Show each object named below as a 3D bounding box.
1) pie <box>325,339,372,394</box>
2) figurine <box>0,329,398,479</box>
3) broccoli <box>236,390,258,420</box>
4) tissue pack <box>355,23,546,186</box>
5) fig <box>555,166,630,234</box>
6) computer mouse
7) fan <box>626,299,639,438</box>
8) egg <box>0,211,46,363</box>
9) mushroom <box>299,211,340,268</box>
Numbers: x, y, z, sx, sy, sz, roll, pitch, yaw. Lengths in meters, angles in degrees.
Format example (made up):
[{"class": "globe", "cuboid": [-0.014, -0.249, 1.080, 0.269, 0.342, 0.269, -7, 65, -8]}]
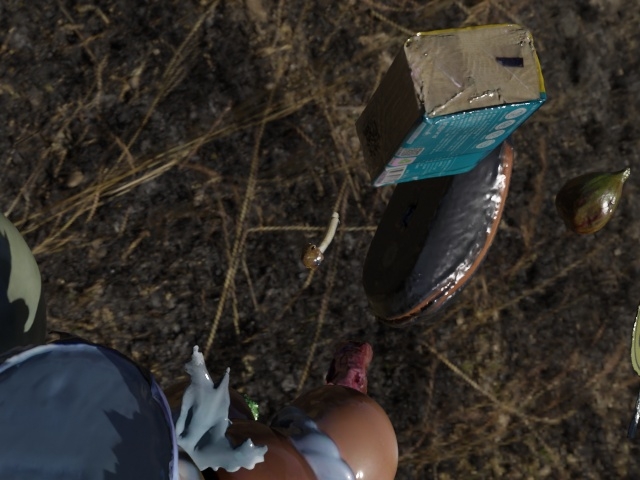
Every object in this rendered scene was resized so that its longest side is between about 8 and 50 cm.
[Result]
[{"class": "pie", "cuboid": [0.025, 0.235, 0.942, 0.204, 0.054, 0.218, 85, 16, -59]}, {"class": "figurine", "cuboid": [-0.114, 0.200, 0.628, 0.388, 0.277, 0.248, 52, 44, -56]}, {"class": "broccoli", "cuboid": [-0.264, 0.570, 2.137, 0.308, 0.275, 0.308, -48, 156, -29]}, {"class": "tissue pack", "cuboid": [0.110, -0.118, 0.682, 0.120, 0.169, 0.082, -11, 77, -13]}, {"class": "fig", "cuboid": [0.527, -0.084, 1.436, 0.109, 0.155, 0.103, 44, 21, -35]}, {"class": "computer mouse", "cuboid": [0.165, -0.029, 1.024, 0.116, 0.183, 0.323, 26, 86, -27]}, {"class": "fan", "cuboid": [0.555, 0.167, 1.244, 0.230, 0.011, 0.335, 12, 93, -47]}, {"class": "egg", "cuboid": [-0.434, 0.092, 0.816, 0.258, 0.352, 0.258, 8, 42, -7]}, {"class": "mushroom", "cuboid": [0.000, 0.000, 1.920, 0.187, 0.061, 0.060, -57, 133, -40]}]
